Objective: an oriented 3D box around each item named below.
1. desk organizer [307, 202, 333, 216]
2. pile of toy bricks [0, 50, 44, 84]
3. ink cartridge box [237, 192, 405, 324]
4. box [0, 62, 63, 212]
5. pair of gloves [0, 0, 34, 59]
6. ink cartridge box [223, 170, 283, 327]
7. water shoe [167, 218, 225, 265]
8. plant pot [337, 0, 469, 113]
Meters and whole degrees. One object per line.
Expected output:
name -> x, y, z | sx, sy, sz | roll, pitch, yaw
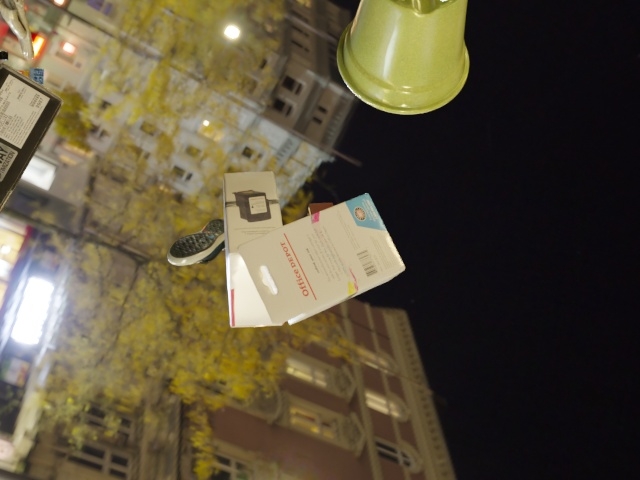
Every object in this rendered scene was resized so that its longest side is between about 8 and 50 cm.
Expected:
desk organizer -> 0.000, 0.000, 1.430 | 0.050, 0.047, 0.130 | -107, -163, -48
pile of toy bricks -> -0.620, -0.299, 1.543 | 0.212, 0.105, 0.118 | -22, 120, -69
ink cartridge box -> -0.005, 0.027, 0.964 | 0.104, 0.181, 0.061 | 64, -25, 8
box -> -0.406, -0.037, 0.912 | 0.307, 0.076, 0.242 | -63, -155, -7
pair of gloves -> -0.513, -0.419, 1.289 | 0.042, 0.240, 0.204 | -24, 177, -18
ink cartridge box -> -0.120, 0.011, 1.466 | 0.237, 0.100, 0.172 | -101, -168, -51
water shoe -> -0.250, 0.024, 1.752 | 0.203, 0.073, 0.080 | -37, 145, -53
plant pot -> 0.177, -0.431, 1.593 | 0.254, 0.276, 0.276 | 96, 8, -64
